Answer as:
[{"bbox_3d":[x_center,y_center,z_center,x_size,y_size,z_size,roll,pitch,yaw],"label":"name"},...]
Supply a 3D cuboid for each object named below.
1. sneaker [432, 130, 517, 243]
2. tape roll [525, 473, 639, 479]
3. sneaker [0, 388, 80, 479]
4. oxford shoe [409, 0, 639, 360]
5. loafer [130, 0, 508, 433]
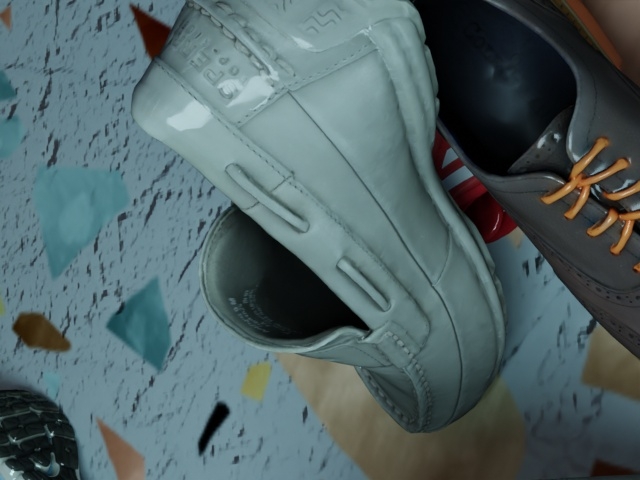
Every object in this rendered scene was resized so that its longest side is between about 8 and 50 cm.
[{"bbox_3d":[0.024,-0.059,0.929,0.221,0.087,0.128,-4,83,47],"label":"sneaker"},{"bbox_3d":[0.112,0.212,0.758,0.246,0.169,0.246,-5,83,45],"label":"tape roll"},{"bbox_3d":[-0.170,0.153,1.128,0.073,0.063,0.162,-56,51,32],"label":"sneaker"},{"bbox_3d":[0.118,-0.011,0.786,0.271,0.098,0.097,45,111,17],"label":"oxford shoe"},{"bbox_3d":[0.000,0.000,0.807,0.111,0.319,0.112,-41,56,-11],"label":"loafer"}]
